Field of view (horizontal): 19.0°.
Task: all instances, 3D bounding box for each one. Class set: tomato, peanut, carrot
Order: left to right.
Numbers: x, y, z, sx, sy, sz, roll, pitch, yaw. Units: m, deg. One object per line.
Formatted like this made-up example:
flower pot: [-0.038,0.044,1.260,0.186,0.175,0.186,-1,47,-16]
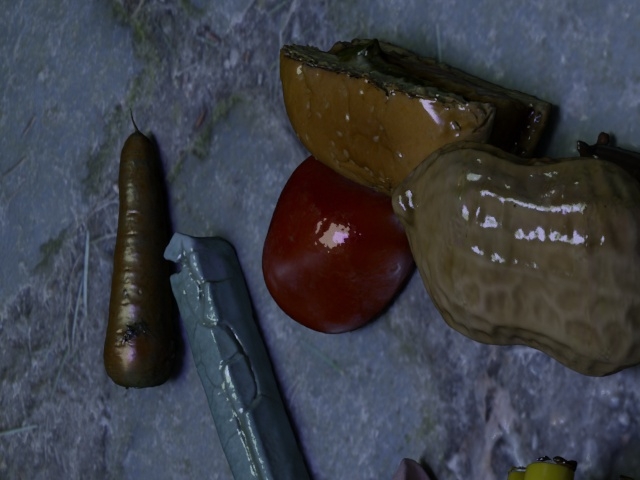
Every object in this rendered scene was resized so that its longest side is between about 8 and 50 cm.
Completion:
carrot: [-0.190,0.006,2.000,0.078,0.078,0.298,-10,80,51]
tomato: [0.002,0.008,1.743,0.166,0.082,0.174,43,121,41]
peanut: [0.161,0.008,1.475,0.233,0.110,0.197,12,133,23]

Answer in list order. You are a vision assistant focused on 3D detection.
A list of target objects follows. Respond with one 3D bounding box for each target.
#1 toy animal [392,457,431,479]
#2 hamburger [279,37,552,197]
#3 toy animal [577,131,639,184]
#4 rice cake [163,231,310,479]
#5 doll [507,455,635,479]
toy animal: [0.083,0.299,1.655,0.124,0.124,0.212,-40,29,45]
hamburger: [0.063,-0.099,1.628,0.262,0.124,0.131,28,113,48]
toy animal: [0.287,-0.032,1.403,0.230,0.066,0.224,56,151,21]
rice cake: [-0.076,0.141,1.860,0.063,0.066,0.336,-39,63,35]
doll: [0.190,0.283,1.443,0.143,0.135,0.221,143,139,-67]
